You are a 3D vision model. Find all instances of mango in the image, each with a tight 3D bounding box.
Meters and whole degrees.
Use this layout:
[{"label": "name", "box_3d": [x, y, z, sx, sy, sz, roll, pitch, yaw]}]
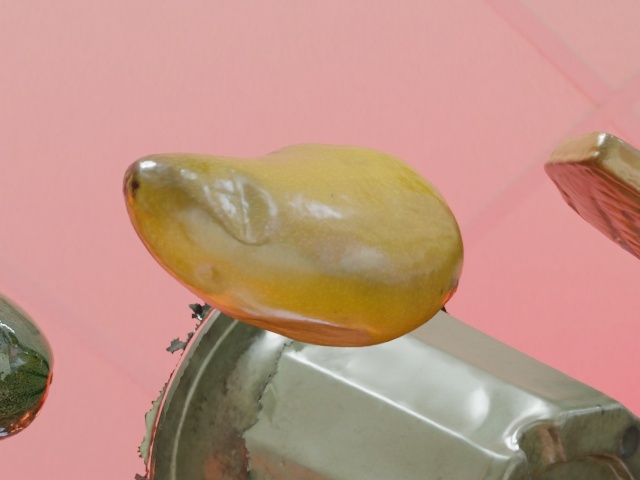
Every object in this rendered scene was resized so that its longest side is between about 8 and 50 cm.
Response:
[{"label": "mango", "box_3d": [0.000, 0.000, 0.689, 0.075, 0.098, 0.190, -53, -30, 19]}]

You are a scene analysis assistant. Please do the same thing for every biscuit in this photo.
[{"label": "biscuit", "box_3d": [0.210, -0.011, 1.050, 0.142, 0.221, 0.029, 28, -97, 24]}]

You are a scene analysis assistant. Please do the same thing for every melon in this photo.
[{"label": "melon", "box_3d": [-0.255, 0.074, 1.061, 0.167, 0.114, 0.114, 17, -63, -6]}]

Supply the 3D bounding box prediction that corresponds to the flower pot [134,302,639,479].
[{"label": "flower pot", "box_3d": [0.062, 0.154, 1.052, 0.290, 0.259, 0.290, -14, -68, -37]}]
